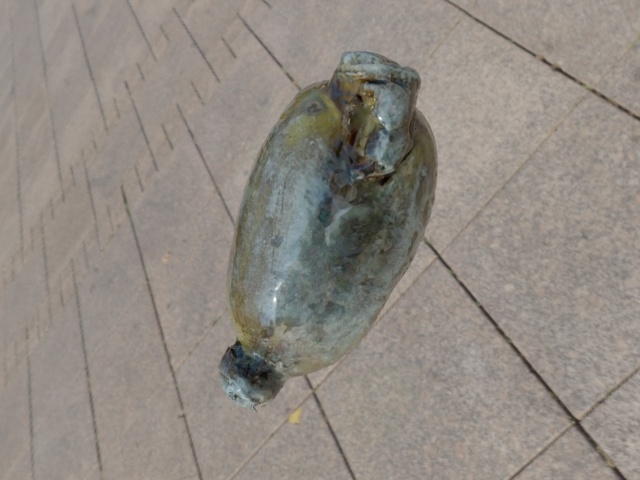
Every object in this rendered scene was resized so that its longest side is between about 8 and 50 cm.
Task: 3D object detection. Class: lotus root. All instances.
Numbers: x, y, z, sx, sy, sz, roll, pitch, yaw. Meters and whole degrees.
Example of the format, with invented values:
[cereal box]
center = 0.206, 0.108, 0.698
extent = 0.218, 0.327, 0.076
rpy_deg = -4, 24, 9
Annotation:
[lotus root]
center = 0.000, -0.001, 0.580
extent = 0.175, 0.175, 0.350
rpy_deg = 40, 110, 48
